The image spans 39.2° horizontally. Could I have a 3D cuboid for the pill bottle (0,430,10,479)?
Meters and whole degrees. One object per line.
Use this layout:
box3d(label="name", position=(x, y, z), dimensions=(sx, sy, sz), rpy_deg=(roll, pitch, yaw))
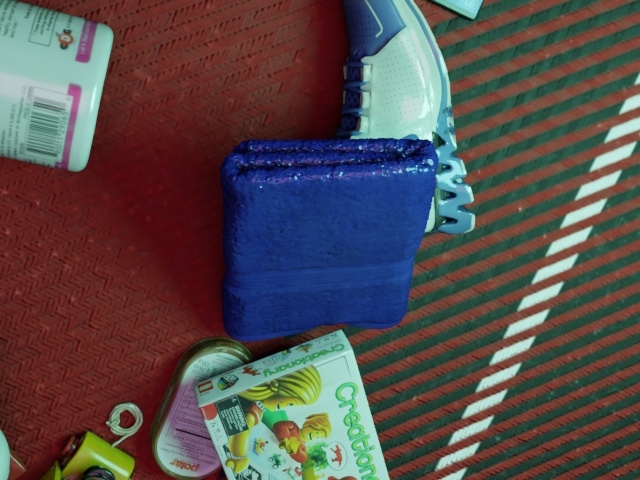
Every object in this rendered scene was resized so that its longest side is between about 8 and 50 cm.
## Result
box3d(label="pill bottle", position=(-0.468, 0.318, 0.983), dimensions=(0.229, 0.229, 0.408), rpy_deg=(7, 102, -14))

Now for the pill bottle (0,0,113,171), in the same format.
box3d(label="pill bottle", position=(-0.367, -0.176, 0.917), dimensions=(0.283, 0.160, 0.160), rpy_deg=(12, 101, -15))

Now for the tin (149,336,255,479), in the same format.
box3d(label="tin", position=(-0.147, 0.214, 1.131), dimensions=(0.106, 0.040, 0.190), rpy_deg=(21, 99, -12))

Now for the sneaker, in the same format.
box3d(label="sneaker", position=(0.057, -0.121, 1.043), dimensions=(0.182, 0.127, 0.316), rpy_deg=(-21, 109, -9))

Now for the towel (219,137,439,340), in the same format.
box3d(label="towel", position=(0.000, 0.000, 1.005), dimensions=(0.227, 0.076, 0.308), rpy_deg=(-5, 144, -9))

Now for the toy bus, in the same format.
box3d(label="toy bus", position=(-0.297, 0.323, 1.088), dimensions=(0.190, 0.104, 0.202), rpy_deg=(-10, 106, -10))

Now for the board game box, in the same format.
box3d(label="board game box", position=(-0.021, 0.276, 1.135), dimensions=(0.193, 0.053, 0.305), rpy_deg=(-20, 119, -7))

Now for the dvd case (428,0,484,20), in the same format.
box3d(label="dvd case", position=(0.108, -0.389, 1.043), dimensions=(0.253, 0.022, 0.180), rpy_deg=(21, 99, -17))
